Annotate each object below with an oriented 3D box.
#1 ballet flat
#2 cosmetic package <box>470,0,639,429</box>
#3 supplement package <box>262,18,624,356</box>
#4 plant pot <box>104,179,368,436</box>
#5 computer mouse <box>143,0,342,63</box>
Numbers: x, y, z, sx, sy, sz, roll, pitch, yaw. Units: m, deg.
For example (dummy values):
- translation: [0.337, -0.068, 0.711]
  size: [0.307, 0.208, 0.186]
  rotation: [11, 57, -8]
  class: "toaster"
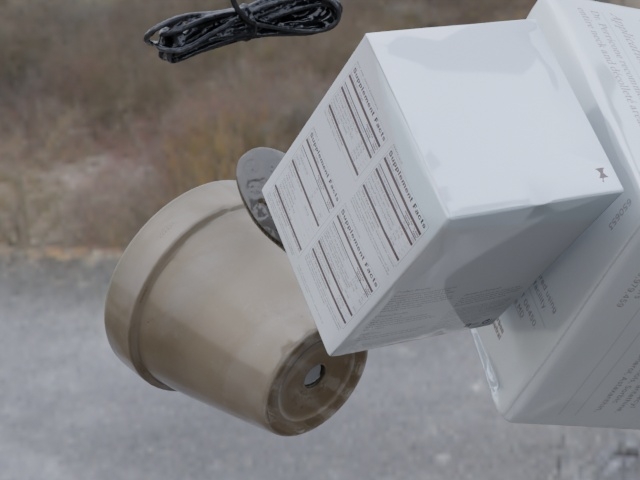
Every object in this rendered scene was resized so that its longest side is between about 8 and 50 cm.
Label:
- translation: [0.000, 0.000, 1.723]
  size: [0.084, 0.250, 0.058]
  rotation: [-44, -9, -10]
  class: "ballet flat"
- translation: [0.381, -0.017, 1.692]
  size: [0.393, 0.327, 0.329]
  rotation: [6, 44, -23]
  class: "cosmetic package"
- translation: [0.106, -0.048, 1.499]
  size: [0.199, 0.263, 0.198]
  rotation: [-9, 64, -30]
  class: "supplement package"
- translation: [-0.093, 0.118, 2.208]
  size: [0.323, 0.323, 0.280]
  rotation: [-21, 42, -36]
  class: "plant pot"
- translation: [-0.004, -0.210, 1.089]
  size: [0.184, 0.262, 0.060]
  rotation: [-18, 65, -34]
  class: "computer mouse"
